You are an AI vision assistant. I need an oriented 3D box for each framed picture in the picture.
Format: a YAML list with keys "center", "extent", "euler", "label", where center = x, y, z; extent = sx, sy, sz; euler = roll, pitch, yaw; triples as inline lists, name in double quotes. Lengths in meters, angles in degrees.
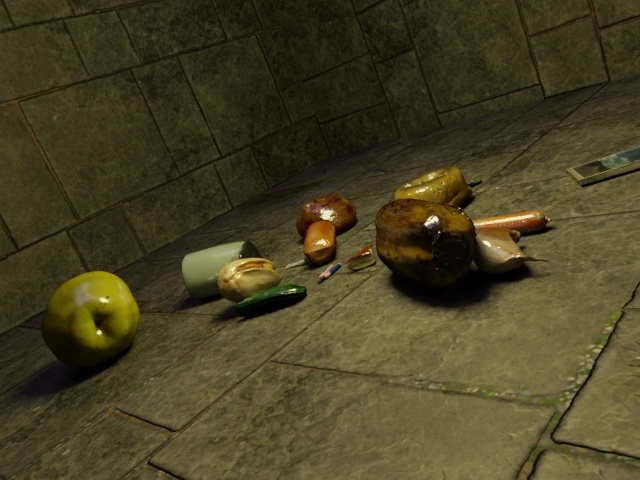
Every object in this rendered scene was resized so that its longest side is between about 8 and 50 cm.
- center: [0.832, -0.215, 1.554]
  extent: [0.260, 0.023, 0.189]
  euler: [-18, 12, 18]
  label: "framed picture"

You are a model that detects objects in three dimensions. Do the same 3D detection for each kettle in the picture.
- center: [-0.308, 0.095, 1.889]
  extent: [0.237, 0.161, 0.221]
  euler: [-17, -16, 17]
  label: "kettle"

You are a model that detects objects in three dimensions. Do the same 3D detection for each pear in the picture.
- center: [-0.685, 0.235, 1.680]
  extent: [0.295, 0.294, 0.294]
  euler: [-21, 14, 6]
  label: "pear"

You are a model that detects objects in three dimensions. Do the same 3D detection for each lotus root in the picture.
- center: [0.228, -0.002, 1.307]
  extent: [0.179, 0.195, 0.397]
  euler: [12, 7, -13]
  label: "lotus root"

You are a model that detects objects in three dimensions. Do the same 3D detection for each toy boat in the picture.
- center: [-0.137, 0.159, 1.565]
  extent: [0.210, 0.052, 0.104]
  euler: [-17, -6, 16]
  label: "toy boat"

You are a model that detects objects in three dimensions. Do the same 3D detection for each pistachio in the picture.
- center: [-0.216, 0.117, 1.655]
  extent: [0.201, 0.117, 0.145]
  euler: [-9, -42, -47]
  label: "pistachio"

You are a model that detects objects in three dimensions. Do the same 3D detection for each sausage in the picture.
- center: [-0.001, 0.000, 1.847]
  extent: [0.105, 0.105, 0.274]
  euler: [-20, 14, 7]
  label: "sausage"
- center: [0.410, -0.028, 1.429]
  extent: [0.348, 0.053, 0.053]
  euler: [-10, 19, 40]
  label: "sausage"

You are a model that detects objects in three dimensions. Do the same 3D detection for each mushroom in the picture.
- center: [0.019, -0.093, 2.072]
  extent: [0.232, 0.138, 0.194]
  euler: [-25, 15, -10]
  label: "mushroom"

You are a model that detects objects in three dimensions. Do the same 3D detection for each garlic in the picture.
- center: [0.396, 0.023, 1.213]
  extent: [0.129, 0.090, 0.198]
  euler: [-9, 11, 3]
  label: "garlic"

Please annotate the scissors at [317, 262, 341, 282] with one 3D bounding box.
- center: [0.021, 0.096, 1.639]
  extent: [0.039, 0.012, 0.113]
  euler: [-13, 17, 35]
  label: "scissors"

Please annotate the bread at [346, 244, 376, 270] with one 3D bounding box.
- center: [0.129, 0.049, 1.586]
  extent: [0.109, 0.043, 0.062]
  euler: [-31, 15, -33]
  label: "bread"

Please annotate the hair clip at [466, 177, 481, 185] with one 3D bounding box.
- center: [0.452, -0.191, 1.928]
  extent: [0.229, 0.036, 0.066]
  euler: [-6, 9, -16]
  label: "hair clip"

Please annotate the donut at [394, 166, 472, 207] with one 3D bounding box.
- center: [0.347, -0.140, 1.780]
  extent: [0.209, 0.128, 0.261]
  euler: [-9, 18, 44]
  label: "donut"

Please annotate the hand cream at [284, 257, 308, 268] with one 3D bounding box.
- center: [-0.078, 0.079, 1.853]
  extent: [0.093, 0.019, 0.030]
  euler: [-20, 15, 37]
  label: "hand cream"
